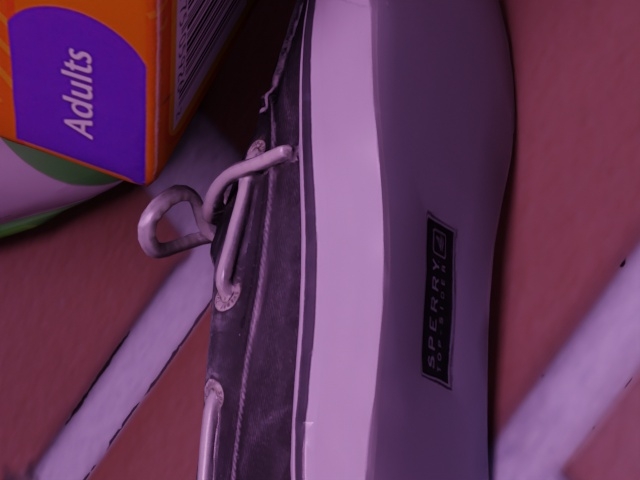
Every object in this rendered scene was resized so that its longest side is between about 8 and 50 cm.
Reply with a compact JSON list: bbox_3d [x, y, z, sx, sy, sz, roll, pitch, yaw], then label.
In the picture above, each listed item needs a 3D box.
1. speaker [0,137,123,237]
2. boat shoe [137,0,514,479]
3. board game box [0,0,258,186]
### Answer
[{"bbox_3d":[-0.195,-0.060,0.948,0.296,0.131,0.131,-14,57,45],"label":"speaker"},{"bbox_3d":[0.002,0.002,0.682,0.105,0.113,0.306,-11,68,30],"label":"boat shoe"},{"bbox_3d":[-0.144,-0.307,0.638,0.356,0.356,0.356,97,-164,-53],"label":"board game box"}]
